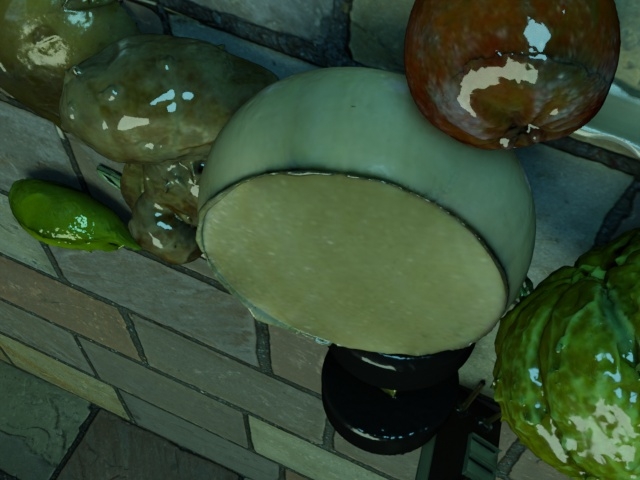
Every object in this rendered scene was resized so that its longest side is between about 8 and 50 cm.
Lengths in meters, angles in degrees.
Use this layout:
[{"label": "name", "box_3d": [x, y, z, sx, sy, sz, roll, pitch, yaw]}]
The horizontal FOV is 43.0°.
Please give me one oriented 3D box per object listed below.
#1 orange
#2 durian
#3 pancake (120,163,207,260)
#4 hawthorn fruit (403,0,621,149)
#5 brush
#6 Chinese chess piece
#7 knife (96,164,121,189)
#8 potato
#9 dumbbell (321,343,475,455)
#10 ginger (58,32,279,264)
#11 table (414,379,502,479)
[{"label": "orange", "box_3d": [0.320, 0.107, 0.771, 0.301, 0.300, 0.223, -32, 98, 23]}, {"label": "durian", "box_3d": [-0.424, -0.040, 1.378, 0.250, 0.101, 0.139, 19, -175, 18]}, {"label": "pancake", "box_3d": [-0.185, -0.047, 1.197, 0.250, 0.031, 0.250, 20, 144, 15]}, {"label": "hawthorn fruit", "box_3d": [0.145, -0.156, 0.628, 0.173, 0.173, 0.173, 21, 151, 13]}, {"label": "brush", "box_3d": [0.249, -0.107, 0.719, 0.321, 0.060, 0.050, 23, 164, 10]}, {"label": "Chinese chess piece", "box_3d": [0.042, -0.015, 0.818, 0.338, 0.140, 0.338, 12, 147, 8]}, {"label": "knife", "box_3d": [-0.223, -0.040, 1.278, 0.293, 0.020, 0.043, 29, 153, 1]}, {"label": "potato", "box_3d": [-0.319, -0.215, 0.991, 0.239, 0.116, 0.299, 12, 149, 19]}, {"label": "dumbbell", "box_3d": [0.101, 0.147, 1.107, 0.204, 0.203, 0.322, 21, 150, 13]}, {"label": "ginger", "box_3d": [-0.153, -0.101, 0.953, 0.245, 0.155, 0.304, -16, 135, -2]}, {"label": "table", "box_3d": [0.236, 0.333, 1.274, 0.122, 0.240, 0.111, 33, 132, -11]}]
